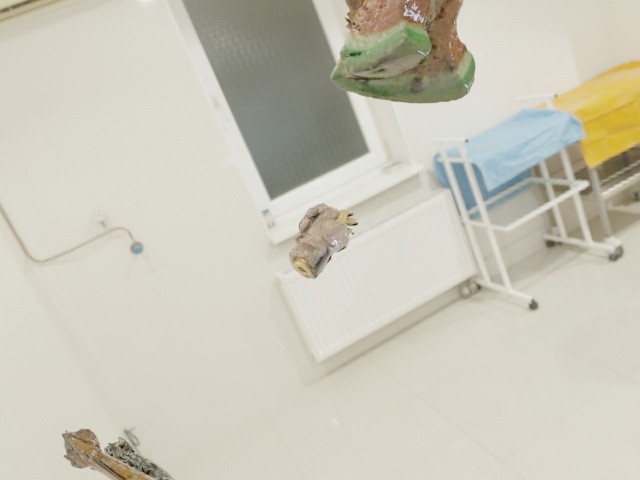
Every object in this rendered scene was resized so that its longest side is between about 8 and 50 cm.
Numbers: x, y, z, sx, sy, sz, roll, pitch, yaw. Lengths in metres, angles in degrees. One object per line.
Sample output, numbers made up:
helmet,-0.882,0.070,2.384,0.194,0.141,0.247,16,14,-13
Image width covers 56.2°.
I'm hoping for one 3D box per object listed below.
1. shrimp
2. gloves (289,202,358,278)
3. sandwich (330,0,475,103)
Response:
shrimp,-0.303,0.336,0.900,0.290,0.222,0.054,2,54,54
gloves,-0.002,-0.002,1.085,0.094,0.111,0.144,21,41,18
sandwich,0.143,-0.351,0.971,0.250,0.301,0.162,14,44,9
